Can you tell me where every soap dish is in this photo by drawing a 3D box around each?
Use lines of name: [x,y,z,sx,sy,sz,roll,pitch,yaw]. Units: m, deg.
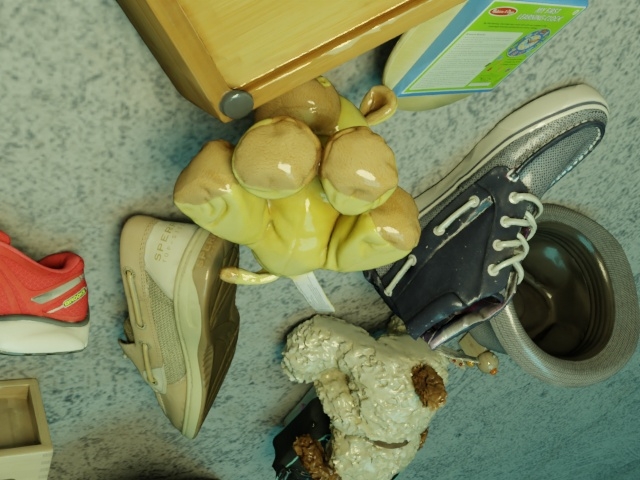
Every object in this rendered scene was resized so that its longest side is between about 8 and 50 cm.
soap dish: [-0.008,-0.219,0.462,0.290,0.118,0.229,-26,144,2]

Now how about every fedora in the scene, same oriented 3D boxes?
fedora: [0.292,0.079,0.970,0.275,0.244,0.124,-1,167,-34]

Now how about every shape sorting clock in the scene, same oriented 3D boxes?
shape sorting clock: [0.145,-0.185,0.636,0.206,0.040,0.206,-23,165,-6]

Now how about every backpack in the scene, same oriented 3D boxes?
backpack: [0.035,0.319,1.127,0.188,0.144,0.166,24,123,-20]

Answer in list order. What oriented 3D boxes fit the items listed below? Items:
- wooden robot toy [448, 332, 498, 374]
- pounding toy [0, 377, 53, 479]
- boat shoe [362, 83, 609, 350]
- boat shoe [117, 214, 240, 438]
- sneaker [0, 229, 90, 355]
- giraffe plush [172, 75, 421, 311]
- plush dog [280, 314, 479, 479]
wooden robot toy: [0.275,0.178,1.163,0.076,0.079,0.173,3,136,-34]
pounding toy: [-0.386,0.225,0.791,0.141,0.130,0.100,1,124,-33]
boat shoe: [0.207,-0.015,0.812,0.340,0.158,0.127,-39,142,18]
boat shoe: [-0.157,0.099,0.790,0.110,0.122,0.341,17,135,5]
sneaker: [-0.313,0.036,0.593,0.107,0.119,0.279,-4,171,30]
giraffe plush: [-0.006,-0.064,0.591,0.181,0.171,0.210,4,148,6]
plush dog: [0.084,0.232,0.966,0.262,0.210,0.226,-4,118,-30]
